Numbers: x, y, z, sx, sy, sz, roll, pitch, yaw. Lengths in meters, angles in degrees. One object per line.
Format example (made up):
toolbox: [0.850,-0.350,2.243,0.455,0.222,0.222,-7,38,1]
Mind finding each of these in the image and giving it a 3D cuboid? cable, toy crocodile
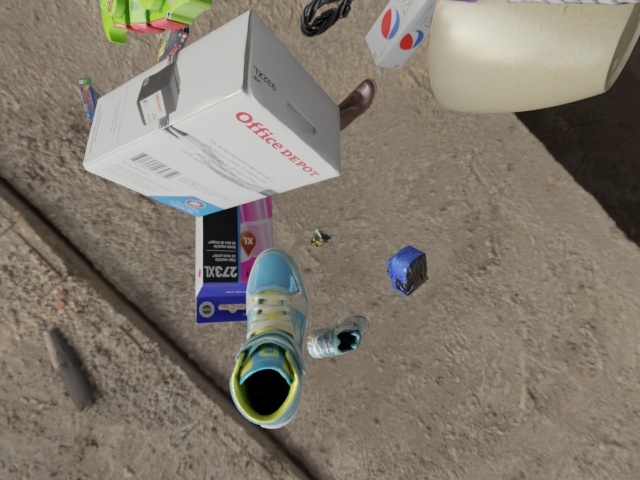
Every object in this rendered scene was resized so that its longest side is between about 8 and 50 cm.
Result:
cable: [0.026,-0.560,1.018,0.184,0.150,0.047,-38,98,-35]
toy crocodile: [-0.381,-0.512,0.945,0.340,0.115,0.105,10,107,29]

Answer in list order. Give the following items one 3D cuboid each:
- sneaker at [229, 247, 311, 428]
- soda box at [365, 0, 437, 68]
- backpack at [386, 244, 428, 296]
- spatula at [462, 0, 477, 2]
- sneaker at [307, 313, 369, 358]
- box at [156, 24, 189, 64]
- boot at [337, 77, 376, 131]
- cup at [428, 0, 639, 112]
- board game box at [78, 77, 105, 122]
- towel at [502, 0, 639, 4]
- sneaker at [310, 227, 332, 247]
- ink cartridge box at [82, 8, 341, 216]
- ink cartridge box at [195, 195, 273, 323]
sneaker: [-0.075,0.145,0.697,0.126,0.208,0.320,-3,72,-2]
soda box: [0.171,-0.414,0.758,0.069,0.216,0.074,-8,72,-30]
backpack: [0.232,0.075,1.149,0.101,0.120,0.098,31,57,34]
spatula: [0.124,-0.324,0.447,0.084,0.296,0.031,16,94,19]
sneaker: [0.089,0.309,1.331,0.122,0.282,0.110,-8,93,39]
box: [-0.445,-0.633,1.258,0.044,0.233,0.160,1,82,-32]
boot: [0.094,-0.488,1.582,0.090,0.248,0.206,48,46,6]
cup: [0.361,-0.348,0.666,0.236,0.331,0.331,29,88,33]
board game box: [-0.768,-0.458,1.471,0.035,0.201,0.137,-13,87,-6]
towel: [0.159,-0.270,0.193,0.121,0.235,0.284,-28,119,7]
sneaker: [0.000,0.000,0.825,0.031,0.083,0.035,26,94,-9]
ink cartridge box: [-0.151,-0.156,0.628,0.307,0.223,0.129,-12,67,30]
ink cartridge box: [-0.202,0.005,0.995,0.175,0.069,0.372,3,80,-31]
